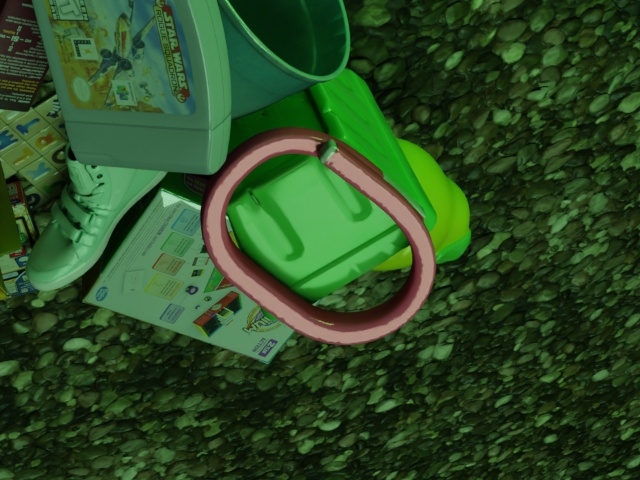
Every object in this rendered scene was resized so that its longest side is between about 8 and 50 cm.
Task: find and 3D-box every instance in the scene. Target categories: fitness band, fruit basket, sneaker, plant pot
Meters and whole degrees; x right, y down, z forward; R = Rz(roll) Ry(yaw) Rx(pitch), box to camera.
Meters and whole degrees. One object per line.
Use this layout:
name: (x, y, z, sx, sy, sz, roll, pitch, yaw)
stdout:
fitness band: (0.000, 0.000, 1.556, 0.291, 0.054, 0.209, 38, 105, -21)
fruit basket: (0.021, -0.060, 1.765, 0.283, 0.392, 0.392, -30, 144, 7)
sneaker: (-0.319, -0.058, 1.755, 0.256, 0.094, 0.151, -50, 149, -2)
plant pot: (-0.148, -0.245, 1.541, 0.255, 0.271, 0.272, -27, 148, 30)

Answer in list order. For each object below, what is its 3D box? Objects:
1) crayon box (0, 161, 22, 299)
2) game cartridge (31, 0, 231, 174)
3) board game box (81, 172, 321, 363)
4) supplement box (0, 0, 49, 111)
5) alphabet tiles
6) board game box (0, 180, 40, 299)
crayon box: (-0.515, 0.017, 1.668, 0.318, 0.202, 0.081, -23, 146, 1)
game cartridge: (-0.193, -0.206, 1.397, 0.062, 0.198, 0.297, -47, 135, -47)
board game box: (-0.151, 0.040, 1.975, 0.316, 0.064, 0.242, 22, 125, -27)
supplement box: (-0.343, -0.249, 1.528, 0.081, 0.104, 0.188, 5, 135, -35)
alphabet tiles: (-0.395, -0.119, 1.746, 0.198, 0.009, 0.237, -30, 145, 7)
board game box: (-0.450, 0.012, 1.834, 0.147, 0.045, 0.193, -15, 145, -8)
